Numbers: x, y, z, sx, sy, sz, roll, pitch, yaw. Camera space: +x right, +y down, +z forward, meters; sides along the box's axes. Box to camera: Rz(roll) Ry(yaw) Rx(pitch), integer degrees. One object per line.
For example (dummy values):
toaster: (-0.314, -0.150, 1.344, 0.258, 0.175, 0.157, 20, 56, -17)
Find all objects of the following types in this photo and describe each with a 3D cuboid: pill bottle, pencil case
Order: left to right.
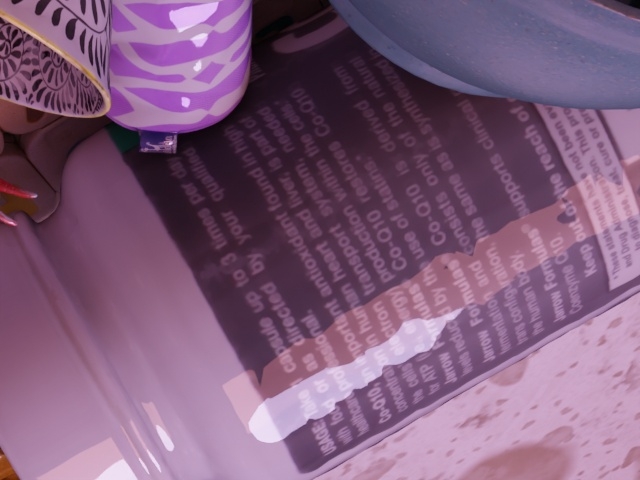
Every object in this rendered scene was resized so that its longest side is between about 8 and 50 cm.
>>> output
pencil case: (-0.071, -0.139, 0.847, 0.088, 0.086, 0.206, 7, 137, 2)
pill bottle: (0.000, 0.000, 0.979, 0.361, 0.204, 0.204, -29, 152, -6)

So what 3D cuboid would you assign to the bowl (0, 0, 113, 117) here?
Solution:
bowl: (-0.145, -0.121, 0.782, 0.080, 0.170, 0.170, -66, 153, -11)

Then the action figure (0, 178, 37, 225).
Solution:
action figure: (-0.230, 0.020, 0.837, 0.280, 0.139, 0.091, -57, 174, 36)

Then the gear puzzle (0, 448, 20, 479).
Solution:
gear puzzle: (-0.109, 0.123, 1.238, 0.339, 0.044, 0.175, -17, 142, -45)

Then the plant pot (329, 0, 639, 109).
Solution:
plant pot: (0.099, -0.174, 0.801, 0.293, 0.293, 0.196, -17, 168, -25)

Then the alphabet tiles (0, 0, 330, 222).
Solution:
alphabet tiles: (-0.083, -0.097, 0.984, 0.284, 0.021, 0.278, -32, 152, -1)
